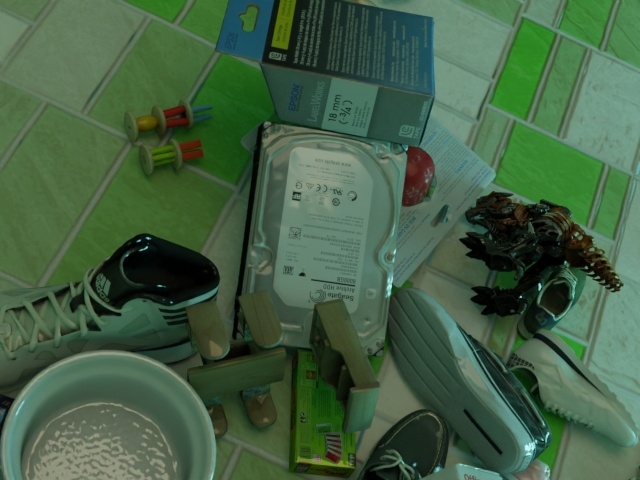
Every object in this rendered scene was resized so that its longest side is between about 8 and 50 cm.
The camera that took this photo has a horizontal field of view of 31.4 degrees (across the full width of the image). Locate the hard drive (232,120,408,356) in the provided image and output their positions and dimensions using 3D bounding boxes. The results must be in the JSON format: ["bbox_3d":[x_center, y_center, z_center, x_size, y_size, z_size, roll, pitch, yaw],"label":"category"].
[{"bbox_3d":[0.000,0.000,1.757,0.237,0.064,0.338,9,86,-12],"label":"hard drive"}]

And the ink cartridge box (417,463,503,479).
[{"bbox_3d":[0.217,0.425,1.604,0.140,0.082,0.190,25,43,-47],"label":"ink cartridge box"}]

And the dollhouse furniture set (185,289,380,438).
[{"bbox_3d":[-0.061,0.194,1.587,0.242,0.212,0.161,-11,52,-16],"label":"dollhouse furniture set"}]

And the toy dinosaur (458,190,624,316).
[{"bbox_3d":[0.348,0.004,1.855,0.218,0.322,0.164,-33,107,-24],"label":"toy dinosaur"}]

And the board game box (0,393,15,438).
[{"bbox_3d":[-0.461,0.295,1.443,0.060,0.194,0.194,20,88,-5],"label":"board game box"}]

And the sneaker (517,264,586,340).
[{"bbox_3d":[0.404,0.087,1.905,0.064,0.086,0.192,39,56,8],"label":"sneaker"}]

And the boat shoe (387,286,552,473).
[{"bbox_3d":[0.227,0.212,1.771,0.119,0.121,0.335,-10,60,-48],"label":"boat shoe"}]

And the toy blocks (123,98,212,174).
[{"bbox_3d":[-0.236,-0.176,1.889,0.148,0.054,0.123,-16,64,-26],"label":"toy blocks"}]

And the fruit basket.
[{"bbox_3d":[0.083,-0.132,1.924,0.353,0.165,0.327,45,56,-3],"label":"fruit basket"}]

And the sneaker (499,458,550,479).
[{"bbox_3d":[0.338,0.380,1.723,0.070,0.051,0.134,-37,71,-27],"label":"sneaker"}]

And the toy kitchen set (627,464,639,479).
[{"bbox_3d":[0.557,0.369,1.729,0.207,0.166,0.122,-35,74,-31],"label":"toy kitchen set"}]

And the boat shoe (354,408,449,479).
[{"bbox_3d":[0.104,0.358,1.635,0.116,0.099,0.319,35,55,8],"label":"boat shoe"}]

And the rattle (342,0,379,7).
[{"bbox_3d":[0.078,-0.366,2.100,0.200,0.130,0.142,36,63,-26],"label":"rattle"}]

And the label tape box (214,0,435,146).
[{"bbox_3d":[0.008,-0.284,1.796,0.334,0.105,0.240,11,40,-3],"label":"label tape box"}]

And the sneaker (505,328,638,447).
[{"bbox_3d":[0.402,0.252,1.816,0.095,0.090,0.235,-42,76,-16],"label":"sneaker"}]

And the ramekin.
[{"bbox_3d":[-0.287,0.298,1.525,0.277,0.135,0.277,7,59,-13],"label":"ramekin"}]

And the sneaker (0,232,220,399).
[{"bbox_3d":[-0.351,0.083,1.567,0.448,0.257,0.169,-10,63,-22],"label":"sneaker"}]

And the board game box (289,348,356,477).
[{"bbox_3d":[0.004,0.257,1.700,0.092,0.043,0.181,9,57,-12],"label":"board game box"}]
